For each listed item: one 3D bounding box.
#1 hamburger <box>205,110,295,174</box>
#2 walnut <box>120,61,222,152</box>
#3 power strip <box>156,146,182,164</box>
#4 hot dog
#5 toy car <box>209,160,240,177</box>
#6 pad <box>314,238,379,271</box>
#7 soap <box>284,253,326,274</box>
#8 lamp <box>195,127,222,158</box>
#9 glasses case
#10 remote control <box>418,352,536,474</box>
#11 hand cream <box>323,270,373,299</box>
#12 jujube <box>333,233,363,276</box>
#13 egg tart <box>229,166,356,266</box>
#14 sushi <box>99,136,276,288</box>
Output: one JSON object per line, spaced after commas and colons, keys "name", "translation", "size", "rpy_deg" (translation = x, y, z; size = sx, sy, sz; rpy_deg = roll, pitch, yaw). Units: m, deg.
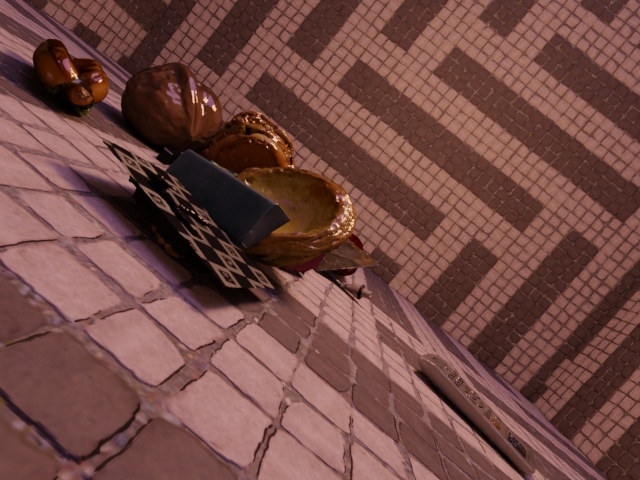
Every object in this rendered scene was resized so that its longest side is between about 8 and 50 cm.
{"name": "hamburger", "translation": [-0.202, -0.240, 1.159], "size": [0.211, 0.245, 0.260], "rpy_deg": [-92, 174, -48]}
{"name": "walnut", "translation": [-0.410, -0.366, 1.141], "size": [0.273, 0.227, 0.273], "rpy_deg": [44, 6, -6]}
{"name": "power strip", "translation": [-0.384, -0.214, 1.043], "size": [0.029, 0.038, 0.111], "rpy_deg": [39, 6, -9]}
{"name": "hot dog", "translation": [-0.515, -0.337, 0.837], "size": [0.135, 0.100, 0.337], "rpy_deg": [24, 12, -41]}
{"name": "toy car", "translation": [-0.231, -0.121, 0.975], "size": [0.076, 0.090, 0.224], "rpy_deg": [41, 8, 14]}
{"name": "pad", "translation": [0.000, 0.000, 1.405], "size": [0.248, 0.007, 0.367], "rpy_deg": [-3, 31, -33]}
{"name": "soap", "translation": [-0.108, -0.037, 1.037], "size": [0.289, 0.112, 0.182], "rpy_deg": [42, 5, 29]}
{"name": "lamp", "translation": [-0.430, -0.353, 1.505], "size": [0.215, 0.151, 0.223], "rpy_deg": [33, 49, -9]}
{"name": "glasses case", "translation": [-0.183, -0.088, 0.737], "size": [0.266, 0.105, 0.056], "rpy_deg": [32, -39, 32]}
{"name": "remote control", "translation": [0.347, 0.388, 0.936], "size": [0.313, 0.055, 0.109], "rpy_deg": [47, 13, 27]}
{"name": "hand cream", "translation": [0.061, 0.116, 1.311], "size": [0.257, 0.050, 0.084], "rpy_deg": [34, 0, 27]}
{"name": "jujube", "translation": [0.089, 0.050, 1.530], "size": [0.155, 0.155, 0.230], "rpy_deg": [39, 9, -6]}
{"name": "egg tart", "translation": [-0.075, -0.037, 0.815], "size": [0.294, 0.294, 0.123], "rpy_deg": [42, -36, 36]}
{"name": "sushi", "translation": [-0.195, -0.018, 0.575], "size": [0.279, 0.043, 0.192], "rpy_deg": [46, 3, 13]}
